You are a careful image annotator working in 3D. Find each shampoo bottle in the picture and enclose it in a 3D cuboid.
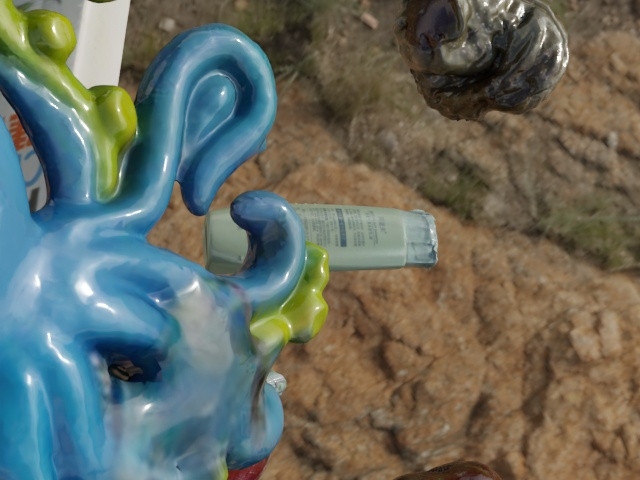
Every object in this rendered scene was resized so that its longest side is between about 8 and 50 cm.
[{"bbox_3d":[0.000,0.000,1.052,0.212,0.049,0.072,2,49,-10],"label":"shampoo bottle"}]

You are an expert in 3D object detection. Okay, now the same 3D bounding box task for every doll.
[{"bbox_3d":[-0.135,0.018,0.496,0.341,0.099,0.346,41,59,-39],"label":"doll"}]

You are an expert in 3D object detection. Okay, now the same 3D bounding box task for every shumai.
[{"bbox_3d":[0.176,-0.252,1.329,0.185,0.184,0.218,60,13,-27],"label":"shumai"}]

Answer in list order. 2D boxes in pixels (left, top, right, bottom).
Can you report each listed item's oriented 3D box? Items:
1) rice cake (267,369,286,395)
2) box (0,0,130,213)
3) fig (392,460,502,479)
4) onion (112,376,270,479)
[{"bbox_3d":[-0.127,0.217,1.518,0.207,0.033,0.033,-20,120,-42],"label":"rice cake"},{"bbox_3d":[-0.245,-0.071,0.701,0.273,0.048,0.265,-14,55,21],"label":"box"},{"bbox_3d":[0.156,0.398,1.425,0.170,0.145,0.274,-18,112,-27],"label":"fig"},{"bbox_3d":[-0.112,0.082,0.714,0.159,0.159,0.195,-13,79,-24],"label":"onion"}]
